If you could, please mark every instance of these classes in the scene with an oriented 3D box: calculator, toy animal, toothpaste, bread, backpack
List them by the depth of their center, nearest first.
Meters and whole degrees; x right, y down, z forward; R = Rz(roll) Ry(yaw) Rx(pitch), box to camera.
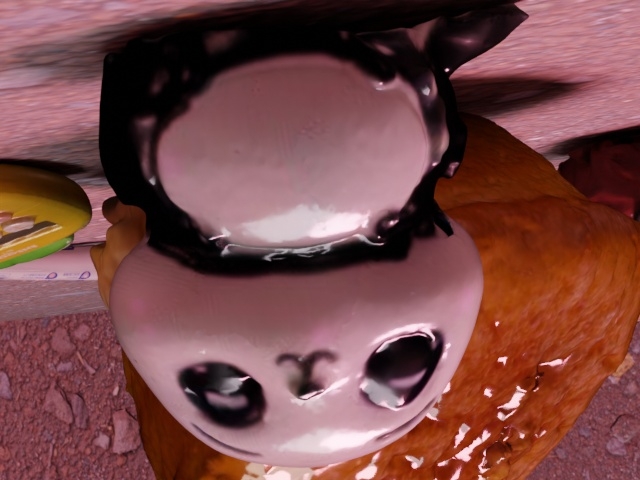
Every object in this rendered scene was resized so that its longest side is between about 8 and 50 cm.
[{"bbox_3d":[0.000,0.000,0.701,0.166,0.179,0.138,-1,-169,0],"label":"toy animal"},{"bbox_3d":[0.033,0.063,1.004,0.312,0.172,0.312,-26,146,-19],"label":"bread"},{"bbox_3d":[-0.210,-0.007,1.025,0.146,0.032,0.235,-19,172,11],"label":"calculator"},{"bbox_3d":[0.287,-0.022,1.375,0.229,0.138,0.229,-5,158,-2],"label":"backpack"},{"bbox_3d":[-0.272,0.022,1.601,0.218,0.033,0.052,-2,170,-39],"label":"toothpaste"}]

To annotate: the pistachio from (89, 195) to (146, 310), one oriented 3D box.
[{"bbox_3d":[-0.064,0.014,1.117,0.145,0.117,0.200,14,179,14],"label":"pistachio"}]
